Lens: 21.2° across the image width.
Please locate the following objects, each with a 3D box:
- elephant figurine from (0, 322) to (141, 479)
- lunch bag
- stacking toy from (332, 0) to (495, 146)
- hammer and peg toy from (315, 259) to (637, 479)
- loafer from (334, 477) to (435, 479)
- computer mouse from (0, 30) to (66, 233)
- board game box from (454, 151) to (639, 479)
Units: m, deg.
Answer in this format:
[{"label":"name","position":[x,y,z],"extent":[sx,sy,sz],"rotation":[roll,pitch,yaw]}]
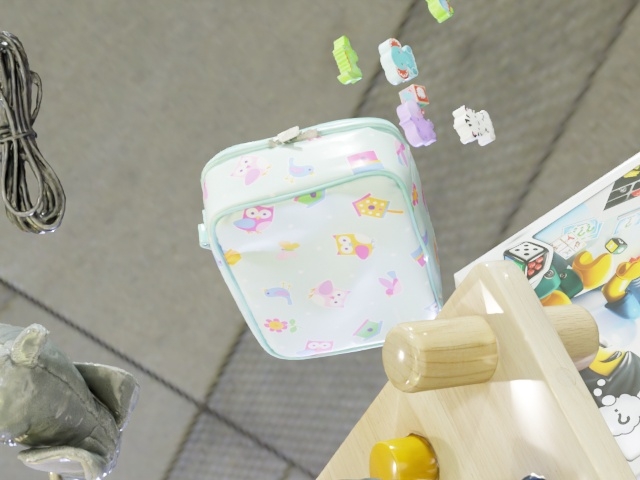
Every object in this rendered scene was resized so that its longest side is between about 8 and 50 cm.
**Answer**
[{"label":"elephant figurine","position":[-0.272,0.196,1.831],"extent":[0.239,0.186,0.169],"rotation":[34,89,-23]},{"label":"lunch bag","position":[0.000,0.000,1.743],"extent":[0.224,0.107,0.279],"rotation":[-11,138,9]},{"label":"stacking toy","position":[0.096,-0.171,1.960],"extent":[0.167,0.221,0.052],"rotation":[-30,158,37]},{"label":"hammer and peg toy","position":[0.114,0.219,0.880],"extent":[0.127,0.361,0.266],"rotation":[-4,143,-32]},{"label":"loafer","position":[-0.003,0.147,0.736],"extent":[0.268,0.096,0.084],"rotation":[-1,159,11]},{"label":"computer mouse","position":[-0.364,-0.066,1.546],"extent":[0.272,0.188,0.072],"rotation":[-18,175,31]},{"label":"board game box","position":[0.267,0.016,1.127],"extent":[0.305,0.193,0.053],"rotation":[-33,146,-10]}]
